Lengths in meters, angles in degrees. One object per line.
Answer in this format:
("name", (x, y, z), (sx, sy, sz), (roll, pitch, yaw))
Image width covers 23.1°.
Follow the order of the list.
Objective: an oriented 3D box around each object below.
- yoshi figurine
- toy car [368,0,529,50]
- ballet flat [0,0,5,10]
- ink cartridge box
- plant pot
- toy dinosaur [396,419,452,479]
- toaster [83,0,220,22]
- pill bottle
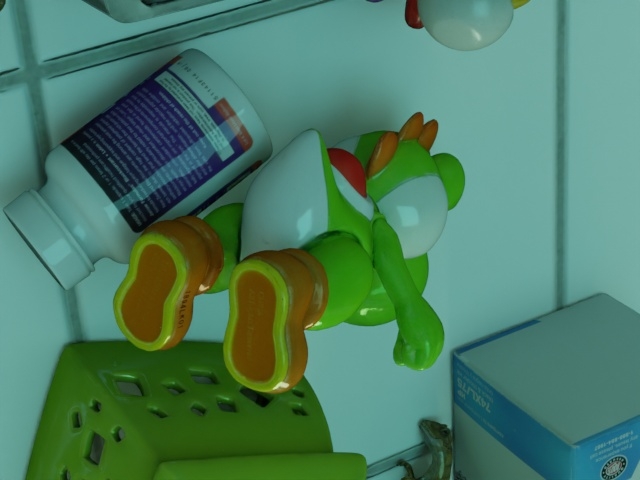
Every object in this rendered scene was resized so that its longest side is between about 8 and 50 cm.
("yoshi figurine", (0.003, 0.027, 1.259), (0.362, 0.203, 0.203), (-29, 90, -53))
("toy car", (0.081, -0.231, 1.237), (0.182, 0.136, 0.159), (30, 62, -15))
("ballet flat", (-0.280, -0.268, 1.008), (0.124, 0.116, 0.342), (-42, 133, -34))
("ink cartridge box", (0.265, 0.234, 1.553), (0.198, 0.197, 0.270), (-18, 122, -25))
("plant pot", (-0.103, 0.230, 1.307), (0.227, 0.207, 0.228), (4, 112, -35))
("toy dinosaur", (0.107, 0.284, 1.564), (0.112, 0.064, 0.211), (-16, 122, -27))
("toaster", (-0.117, -0.257, 1.108), (0.185, 0.110, 0.168), (-17, 121, -25))
("pill bottle", (-0.142, -0.051, 1.199), (0.193, 0.108, 0.108), (-38, 128, -11))
